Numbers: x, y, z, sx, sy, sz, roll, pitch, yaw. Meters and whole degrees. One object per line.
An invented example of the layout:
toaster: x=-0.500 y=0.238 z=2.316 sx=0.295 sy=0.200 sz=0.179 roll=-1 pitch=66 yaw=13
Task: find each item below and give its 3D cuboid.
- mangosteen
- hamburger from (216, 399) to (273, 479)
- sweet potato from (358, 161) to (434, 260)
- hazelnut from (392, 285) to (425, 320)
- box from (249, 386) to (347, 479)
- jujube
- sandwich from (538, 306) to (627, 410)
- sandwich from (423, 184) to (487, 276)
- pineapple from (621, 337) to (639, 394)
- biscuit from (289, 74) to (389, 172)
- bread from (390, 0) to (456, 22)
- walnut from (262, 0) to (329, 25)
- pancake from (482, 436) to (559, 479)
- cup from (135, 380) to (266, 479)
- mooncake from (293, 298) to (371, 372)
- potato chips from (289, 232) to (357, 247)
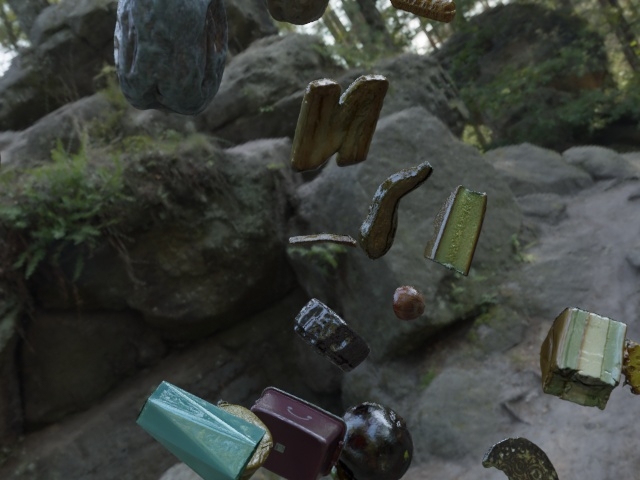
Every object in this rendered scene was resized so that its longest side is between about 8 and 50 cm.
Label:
mangosteen: x=0.161 y=0.669 z=2.334 sx=0.288 sy=0.288 sz=0.288 roll=-32 pitch=4 yaw=2
hamburger: x=-0.224 y=0.497 z=1.721 sx=0.122 sy=0.189 sz=0.215 roll=-61 pitch=-1 yaw=30
sweet potato: x=0.138 y=-0.066 z=1.430 sx=0.233 sy=0.081 sz=0.062 roll=-63 pitch=19 yaw=23
hazelnut: x=0.211 y=0.148 z=1.720 sx=0.086 sy=0.086 sz=0.086 roll=-32 pitch=4 yaw=2
box: x=-0.089 y=0.569 z=2.068 sx=0.167 sy=0.294 sz=0.193 roll=-15 pitch=-54 yaw=-73
jujube: x=-0.310 y=-0.415 z=1.469 sx=0.215 sy=0.308 sz=0.246 roll=10 pitch=8 yaw=16
sandwich: x=0.616 y=0.307 z=1.740 sx=0.227 sy=0.155 sz=0.198 roll=94 pitch=-164 yaw=-57
sandwich: x=0.386 y=-0.030 z=2.025 sx=0.128 sy=0.122 sz=0.235 roll=-134 pitch=62 yaw=-82
pineapple: x=0.790 y=0.310 z=1.774 sx=0.116 sy=0.137 sz=0.069 roll=-5 pitch=5 yaw=7
biscuit: x=0.043 y=-0.302 z=1.875 sx=0.237 sy=0.062 sz=0.290 roll=-12 pitch=-38 yaw=-23
bread: x=0.212 y=-0.498 z=1.514 sx=0.044 sy=0.157 sz=0.052 roll=-49 pitch=-30 yaw=-27
walnut: x=-0.067 y=-0.672 z=1.895 sx=0.224 sy=0.224 sz=0.224 roll=-32 pitch=4 yaw=2
pancake: x=0.366 y=0.451 z=1.294 sx=0.184 sy=0.190 sz=0.020 roll=11 pitch=-24 yaw=-28
cup: x=-0.247 y=0.390 z=1.447 sx=0.134 sy=0.236 sz=0.148 roll=-62 pitch=-5 yaw=8
mooncake: x=0.032 y=0.333 z=2.463 sx=0.141 sy=0.283 sz=0.283 roll=-48 pitch=6 yaw=-8
potato chips: x=0.000 y=0.000 z=1.869 sx=0.204 sy=0.037 sz=0.026 roll=0 pitch=51 yaw=31
